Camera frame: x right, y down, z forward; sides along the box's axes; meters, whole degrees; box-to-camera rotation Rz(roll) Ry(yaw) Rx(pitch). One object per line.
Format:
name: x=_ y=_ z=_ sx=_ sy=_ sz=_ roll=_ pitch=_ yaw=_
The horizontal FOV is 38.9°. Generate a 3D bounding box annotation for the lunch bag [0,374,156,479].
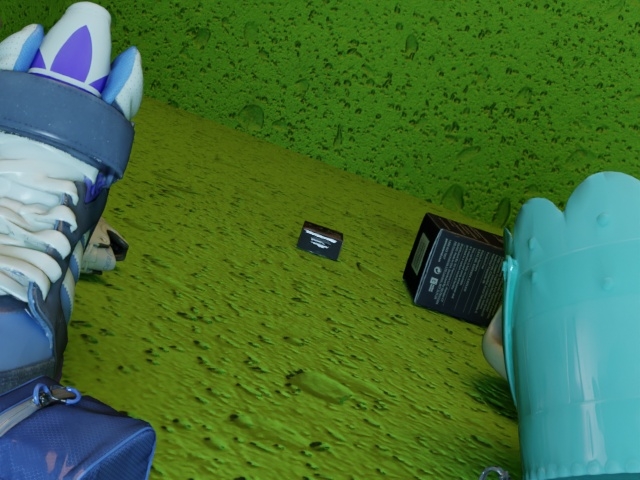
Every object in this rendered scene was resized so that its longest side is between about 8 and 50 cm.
lunch bag: x=-0.112 y=0.101 z=0.353 sx=0.065 sy=0.099 sz=0.067 roll=19 pitch=15 yaw=17

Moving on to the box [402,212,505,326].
box: x=0.231 y=0.051 z=1.244 sx=0.207 sy=0.108 sz=0.153 roll=19 pitch=9 yaw=-3

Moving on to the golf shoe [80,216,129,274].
golf shoe: x=-0.224 y=0.000 z=0.812 sx=0.086 sy=0.069 sz=0.176 roll=25 pitch=11 yaw=3

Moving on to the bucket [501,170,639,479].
bucket: x=0.257 y=0.084 z=0.609 sx=0.281 sy=0.183 sz=0.281 roll=6 pitch=-21 yaw=2

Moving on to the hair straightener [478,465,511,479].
hair straightener: x=0.168 y=0.195 z=0.495 sx=0.089 sy=0.047 sz=0.230 roll=6 pitch=20 yaw=-46

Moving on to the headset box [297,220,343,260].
headset box: x=0.000 y=0.000 z=1.318 sx=0.062 sy=0.032 sz=0.083 roll=19 pitch=8 yaw=-1

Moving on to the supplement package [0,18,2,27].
supplement package: x=-0.351 y=-0.120 z=0.688 sx=0.145 sy=0.204 sz=0.262 roll=17 pitch=-3 yaw=-14

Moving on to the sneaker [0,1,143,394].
sneaker: x=-0.190 y=-0.036 z=0.553 sx=0.130 sy=0.236 sz=0.323 roll=17 pitch=10 yaw=-11

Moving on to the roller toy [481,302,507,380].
roller toy: x=0.263 y=0.107 z=0.882 sx=0.191 sy=0.146 sz=0.209 roll=32 pitch=8 yaw=21
